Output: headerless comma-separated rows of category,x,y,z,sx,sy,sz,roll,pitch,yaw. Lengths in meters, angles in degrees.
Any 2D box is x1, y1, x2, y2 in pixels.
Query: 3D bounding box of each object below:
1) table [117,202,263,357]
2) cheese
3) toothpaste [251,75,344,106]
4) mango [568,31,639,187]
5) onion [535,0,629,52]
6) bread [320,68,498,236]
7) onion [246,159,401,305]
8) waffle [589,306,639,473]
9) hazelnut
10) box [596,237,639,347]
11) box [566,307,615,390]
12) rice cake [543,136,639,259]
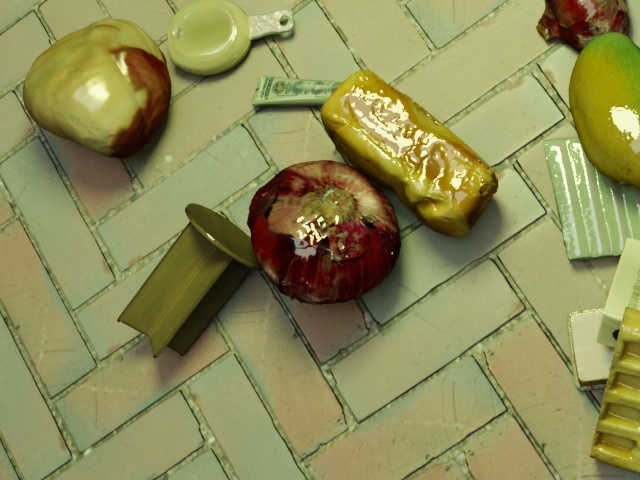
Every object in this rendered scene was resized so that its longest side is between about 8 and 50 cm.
table,-0.217,0.077,1.840,0.167,0.167,0.227,42,102,20
cheese,-0.155,-0.363,1.946,0.227,0.064,0.137,-8,79,14
toothpaste,-0.002,-0.249,1.889,0.239,0.039,0.062,5,69,18
mango,0.451,-0.196,1.663,0.156,0.114,0.251,-27,71,18
onion,0.406,-0.384,1.760,0.151,0.098,0.206,-30,73,8
bread,0.140,-0.133,1.749,0.132,0.167,0.294,-45,77,-6
onion,0.000,0.000,1.760,0.252,0.219,0.252,11,48,-12
waffle,0.477,0.226,1.554,0.167,0.057,0.274,17,127,18
hazelnut,-0.381,-0.246,1.923,0.261,0.241,0.261,-3,52,3
box,0.541,0.104,1.592,0.256,0.069,0.164,16,49,16
box,0.416,0.159,1.669,0.089,0.062,0.122,-9,76,15
rice cake,0.444,-0.070,1.719,0.189,0.037,0.198,-4,78,15
